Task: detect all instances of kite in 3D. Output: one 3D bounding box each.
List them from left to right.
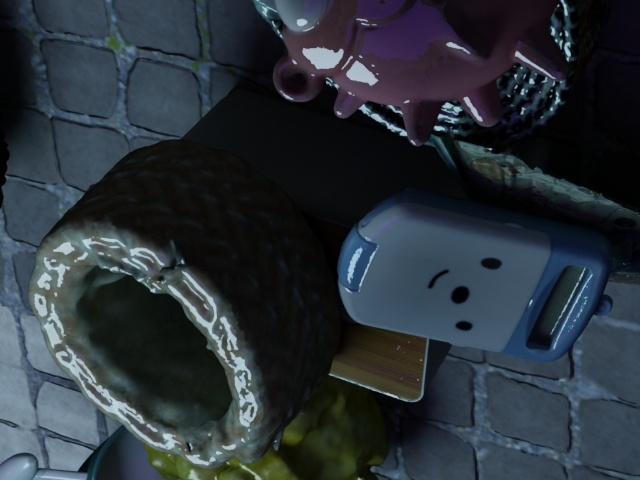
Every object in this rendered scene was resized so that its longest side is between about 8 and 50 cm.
[{"bbox_3d":[0.242,-0.005,1.273,0.406,0.014,0.368,20,162,-19],"label":"kite"}]

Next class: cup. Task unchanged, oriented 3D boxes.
[{"bbox_3d":[-0.182,0.275,1.733,0.299,0.167,0.173,21,147,-20],"label":"cup"}]

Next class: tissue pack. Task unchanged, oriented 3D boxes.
[{"bbox_3d":[0.000,-0.001,1.423,0.246,0.136,0.159,17,131,18],"label":"tissue pack"}]

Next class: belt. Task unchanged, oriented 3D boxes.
[{"bbox_3d":[0.081,-0.193,1.216,0.257,0.150,0.207,44,126,-8],"label":"belt"}]

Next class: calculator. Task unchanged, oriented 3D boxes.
[{"bbox_3d":[0.116,0.027,1.277,0.210,0.039,0.121,13,128,-13],"label":"calculator"}]

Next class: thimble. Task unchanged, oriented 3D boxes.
[{"bbox_3d":[-0.103,0.049,1.328,0.196,0.148,0.229,-5,119,34],"label":"thimble"}]

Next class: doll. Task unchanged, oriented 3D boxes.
[{"bbox_3d":[0.074,-0.173,1.092,0.262,0.093,0.211,-30,95,16],"label":"doll"}]

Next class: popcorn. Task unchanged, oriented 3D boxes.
[{"bbox_3d":[-0.055,0.146,1.545,0.266,0.192,0.233,44,164,-11],"label":"popcorn"}]

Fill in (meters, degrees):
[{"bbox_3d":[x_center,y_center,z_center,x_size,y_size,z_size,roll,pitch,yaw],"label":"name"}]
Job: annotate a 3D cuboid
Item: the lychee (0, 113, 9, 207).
[{"bbox_3d":[-0.410,-0.090,1.509,0.300,0.264,0.264,35,139,-29],"label":"lychee"}]
